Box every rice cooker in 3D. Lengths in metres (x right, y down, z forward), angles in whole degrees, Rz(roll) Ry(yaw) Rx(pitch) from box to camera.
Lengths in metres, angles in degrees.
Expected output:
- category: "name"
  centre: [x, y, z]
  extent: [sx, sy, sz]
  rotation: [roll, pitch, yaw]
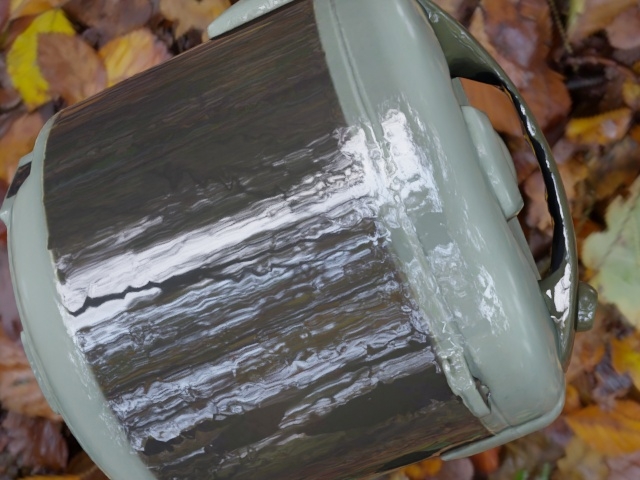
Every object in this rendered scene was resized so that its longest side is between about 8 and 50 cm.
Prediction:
- category: "rice cooker"
  centre: [0.000, 0.000, 0.708]
  extent: [0.325, 0.335, 0.335]
  rotation: [-23, 111, 13]
